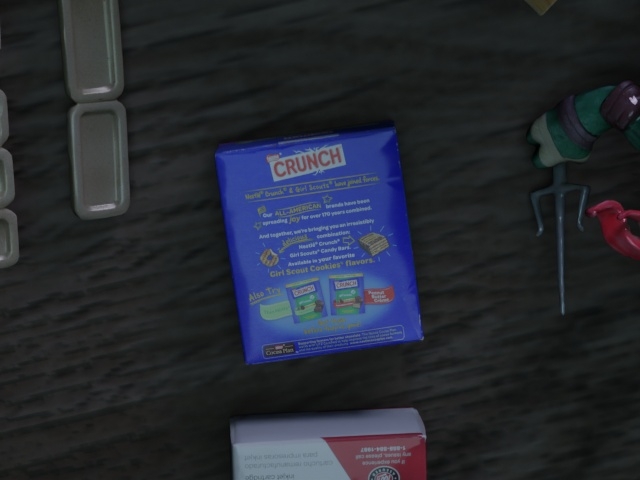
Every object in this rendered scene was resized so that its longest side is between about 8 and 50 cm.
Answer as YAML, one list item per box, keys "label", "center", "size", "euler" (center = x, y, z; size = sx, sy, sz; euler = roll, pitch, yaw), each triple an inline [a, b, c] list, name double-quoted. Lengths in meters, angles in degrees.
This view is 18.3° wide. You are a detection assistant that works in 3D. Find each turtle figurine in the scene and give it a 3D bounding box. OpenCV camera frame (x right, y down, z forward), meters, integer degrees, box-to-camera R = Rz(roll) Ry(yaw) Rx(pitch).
- label: "turtle figurine"
  center: [0.198, -0.063, 0.946]
  size: [0.175, 0.118, 0.234]
  euler: [13, 94, -5]

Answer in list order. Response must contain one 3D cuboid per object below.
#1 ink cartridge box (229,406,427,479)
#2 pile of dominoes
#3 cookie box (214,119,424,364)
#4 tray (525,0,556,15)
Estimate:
- label: "ink cartridge box"
  center: [0.005, 0.158, 1.002]
  size: [0.099, 0.056, 0.135]
  euler: [-3, 100, -3]
- label: "pile of dominoes"
  center: [-0.193, -0.108, 0.935]
  size: [0.196, 0.040, 0.251]
  euler: [-8, 103, -25]
- label: "cookie box"
  center: [0.000, 0.000, 0.981]
  size: [0.091, 0.040, 0.107]
  euler: [-8, 101, -1]
- label: "tray"
  center: [0.022, -0.317, 0.880]
  size: [0.411, 0.076, 0.203]
  euler: [44, 99, -3]
